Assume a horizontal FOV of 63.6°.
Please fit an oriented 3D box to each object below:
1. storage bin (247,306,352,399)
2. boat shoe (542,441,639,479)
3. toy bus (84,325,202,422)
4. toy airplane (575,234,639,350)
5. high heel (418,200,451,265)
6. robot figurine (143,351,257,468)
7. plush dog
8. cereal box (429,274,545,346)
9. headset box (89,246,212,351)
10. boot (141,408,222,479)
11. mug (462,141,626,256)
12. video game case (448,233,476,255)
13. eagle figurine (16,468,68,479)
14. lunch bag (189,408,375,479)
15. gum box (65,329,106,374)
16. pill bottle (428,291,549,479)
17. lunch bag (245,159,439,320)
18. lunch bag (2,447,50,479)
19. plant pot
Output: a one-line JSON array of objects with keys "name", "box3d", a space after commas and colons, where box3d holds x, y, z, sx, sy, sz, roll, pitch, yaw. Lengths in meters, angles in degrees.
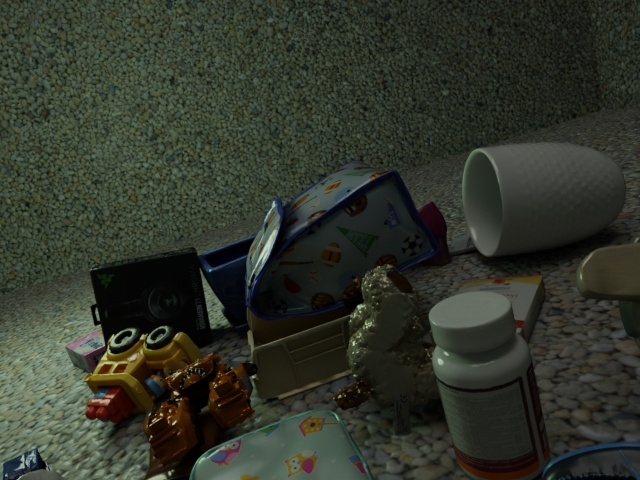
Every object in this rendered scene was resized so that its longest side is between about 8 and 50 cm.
[{"name": "storage bin", "box3d": [-0.029, 0.196, 1.108, 0.260, 0.123, 0.262, -18, 14, -6]}, {"name": "boat shoe", "box3d": [0.348, 0.252, 0.489, 0.258, 0.109, 0.089, -12, 18, 26]}, {"name": "toy bus", "box3d": [-0.389, 0.303, 1.107, 0.220, 0.150, 0.211, -8, 29, 22]}, {"name": "toy airplane", "box3d": [0.577, 0.055, 0.645, 0.384, 0.272, 0.386, -37, 55, -25]}, {"name": "high heel", "box3d": [0.215, -0.022, 1.546, 0.377, 0.181, 0.127, -3, 19, 43]}, {"name": "robot figurine", "box3d": [-0.198, 0.259, 0.854, 0.211, 0.085, 0.291, -28, 6, -14]}, {"name": "plush dog", "box3d": [0.117, 0.178, 0.877, 0.210, 0.262, 0.225, -41, 3, 9]}, {"name": "cereal box", "box3d": [0.341, 0.143, 1.038, 0.173, 0.047, 0.240, -7, 17, 34]}, {"name": "headset box", "box3d": [-0.452, 0.164, 1.367, 0.283, 0.247, 0.131, -10, 6, -17]}, {"name": "boot", "box3d": [-0.164, 0.345, 0.833, 0.264, 0.096, 0.280, -25, 7, -4]}, {"name": "mug", "box3d": [0.559, -0.131, 1.348, 0.327, 0.276, 0.374, -7, 23, -3]}, {"name": "video game case", "box3d": [0.457, -0.003, 1.492, 0.166, 0.015, 0.119, -17, 13, 27]}, {"name": "eagle figurine", "box3d": [-0.291, 0.387, 0.564, 0.298, 0.225, 0.226, -21, -1, 31]}, {"name": "lunch bag", "box3d": [-0.036, 0.327, 0.574, 0.224, 0.108, 0.279, -22, 24, -9]}, {"name": "gum box", "box3d": [-0.639, 0.316, 1.475, 0.107, 0.062, 0.188, -28, 18, -38]}, {"name": "pill bottle", "box3d": [0.212, 0.185, 0.660, 0.121, 0.221, 0.121, -15, 14, 4]}, {"name": "lunch bag", "box3d": [0.000, 0.000, 1.130, 0.385, 0.239, 0.328, -33, 15, 0]}, {"name": "lunch bag", "box3d": [-0.518, 0.420, 0.919, 0.065, 0.067, 0.098, -25, 17, -28]}, {"name": "plant pot", "box3d": [-0.183, 0.115, 1.414, 0.235, 0.212, 0.236, -21, 15, -18]}]
